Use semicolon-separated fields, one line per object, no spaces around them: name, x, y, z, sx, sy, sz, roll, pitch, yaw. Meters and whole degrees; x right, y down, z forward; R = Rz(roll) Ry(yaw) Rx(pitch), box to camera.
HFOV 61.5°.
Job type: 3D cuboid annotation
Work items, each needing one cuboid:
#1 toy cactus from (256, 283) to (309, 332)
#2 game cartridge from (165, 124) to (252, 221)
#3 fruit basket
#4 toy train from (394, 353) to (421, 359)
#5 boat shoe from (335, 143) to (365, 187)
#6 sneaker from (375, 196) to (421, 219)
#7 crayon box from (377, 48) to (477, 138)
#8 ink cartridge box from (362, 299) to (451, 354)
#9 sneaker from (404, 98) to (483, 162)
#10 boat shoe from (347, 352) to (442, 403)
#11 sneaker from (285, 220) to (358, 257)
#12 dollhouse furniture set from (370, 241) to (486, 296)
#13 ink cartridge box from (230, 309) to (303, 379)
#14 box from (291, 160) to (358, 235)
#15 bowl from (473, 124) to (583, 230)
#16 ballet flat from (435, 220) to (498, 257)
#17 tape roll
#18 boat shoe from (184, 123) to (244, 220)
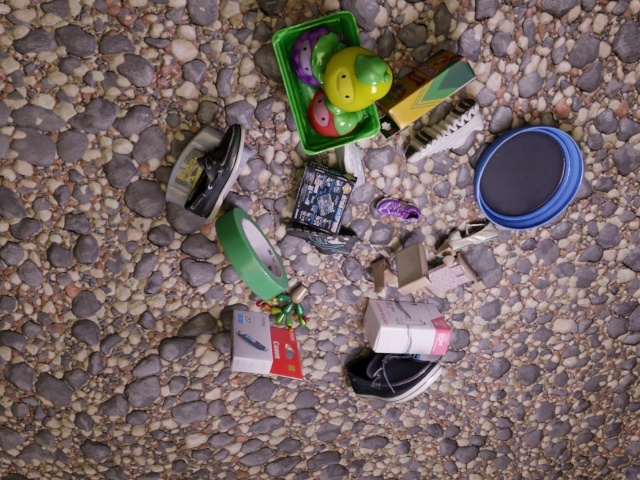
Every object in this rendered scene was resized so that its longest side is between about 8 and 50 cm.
toy cactus;-0.116;0.245;2.033;0.219;0.112;0.180;37;96;-14
game cartridge;-0.383;-0.223;1.777;0.196;0.060;0.294;29;109;-16
fruit basket;0.042;-0.446;1.535;0.283;0.392;0.392;-16;118;0
toy train;0.340;0.479;2.205;0.080;0.105;0.184;18;114;-30
boat shoe;0.105;-0.284;1.813;0.081;0.079;0.227;-21;118;-19
sneaker;0.283;-0.109;1.922;0.170;0.071;0.068;6;115;-11
crayon box;0.298;-0.459;1.674;0.318;0.202;0.081;-35;116;9
ink cartridge box;0.327;0.334;2.073;0.283;0.207;0.117;5;114;-12
sneaker;0.421;-0.345;1.811;0.292;0.110;0.118;-35;125;10
boat shoe;0.261;0.509;2.054;0.187;0.500;0.156;-35;94;-32
sneaker;0.000;0.000;1.918;0.267;0.101;0.106;11;116;-13
dollhouse furniture set;0.410;0.187;2.003;0.303;0.173;0.355;-28;130;29
ink cartridge box;-0.196;0.374;1.966;0.261;0.296;0.066;11;114;-14
box;0.011;-0.142;1.829;0.175;0.051;0.220;19;123;2
bowl;0.738;-0.226;1.928;0.391;0.077;0.391;-3;117;-7
ballet flat;0.540;-0.012;2.014;0.248;0.086;0.086;-19;118;-1
tape roll;-0.223;0.043;1.780;0.077;0.321;0.321;-31;117;8
boat shoe;-0.340;-0.221;1.685;0.113;0.127;0.340;14;124;-27
